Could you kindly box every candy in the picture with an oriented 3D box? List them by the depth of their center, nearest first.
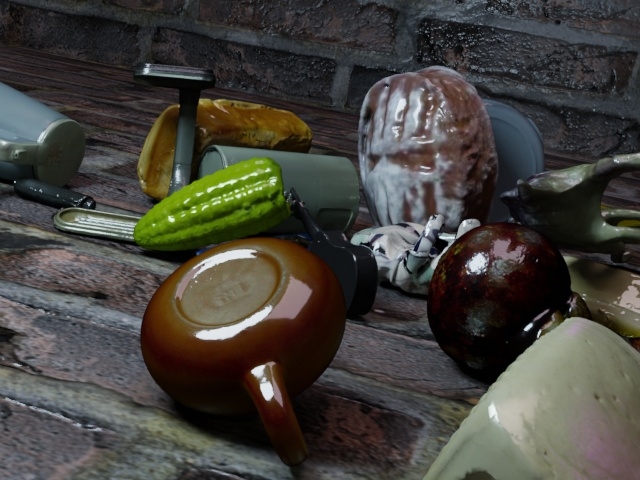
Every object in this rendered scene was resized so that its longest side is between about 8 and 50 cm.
[{"bbox_3d":[-0.140,-0.037,1.238,0.209,0.097,0.097,-19,15,3],"label":"candy"},{"bbox_3d":[0.157,-0.118,1.476,0.214,0.289,0.157,-6,4,45],"label":"candy"}]

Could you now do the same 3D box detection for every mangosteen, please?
[{"bbox_3d":[0.197,0.068,1.007,0.172,0.172,0.184,0,25,-34],"label":"mangosteen"}]

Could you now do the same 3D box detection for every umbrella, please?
[{"bbox_3d":[-0.384,-0.064,1.405,0.133,0.031,0.036,15,31,18],"label":"umbrella"}]

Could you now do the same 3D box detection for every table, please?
[{"bbox_3d":[-0.065,-0.072,1.451,0.220,0.126,0.126,1,16,-28],"label":"table"}]

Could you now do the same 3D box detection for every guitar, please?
[{"bbox_3d":[-0.002,0.000,1.220,0.038,0.084,0.271,1,27,-26],"label":"guitar"}]

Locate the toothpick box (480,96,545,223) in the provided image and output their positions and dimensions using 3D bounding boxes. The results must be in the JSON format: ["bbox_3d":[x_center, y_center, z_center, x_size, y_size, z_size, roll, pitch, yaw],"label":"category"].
[{"bbox_3d":[0.227,-0.165,1.756,0.263,0.263,0.355,7,13,-12],"label":"toothpick box"}]

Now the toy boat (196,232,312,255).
[{"bbox_3d":[-0.065,0.022,1.247,0.080,0.046,0.229,18,16,32],"label":"toy boat"}]

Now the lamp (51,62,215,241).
[{"bbox_3d":[-0.254,-0.122,1.352,0.203,0.283,0.124,6,-13,-9],"label":"lamp"}]

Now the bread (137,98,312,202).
[{"bbox_3d":[-0.152,-0.135,1.579,0.294,0.167,0.132,-5,43,-49],"label":"bread"}]

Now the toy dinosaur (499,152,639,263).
[{"bbox_3d":[0.278,-0.025,1.058,0.162,0.077,0.294,4,-22,17],"label":"toy dinosaur"}]

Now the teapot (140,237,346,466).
[{"bbox_3d":[-0.053,0.097,0.830,0.178,0.135,0.252,-25,40,-2],"label":"teapot"}]

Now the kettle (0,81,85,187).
[{"bbox_3d":[-0.504,-0.169,1.488,0.243,0.160,0.210,20,6,20],"label":"kettle"}]

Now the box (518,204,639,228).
[{"bbox_3d":[0.510,-0.034,1.862,0.153,0.041,0.279,21,17,41],"label":"box"}]

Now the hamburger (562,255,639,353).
[{"bbox_3d":[0.348,0.086,1.153,0.173,0.116,0.210,8,7,-42],"label":"hamburger"}]

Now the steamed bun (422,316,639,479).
[{"bbox_3d":[0.164,0.160,0.637,0.152,0.170,0.238,41,28,19],"label":"steamed bun"}]

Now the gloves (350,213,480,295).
[{"bbox_3d":[0.151,0.024,1.273,0.212,0.111,0.127,15,-9,32],"label":"gloves"}]
